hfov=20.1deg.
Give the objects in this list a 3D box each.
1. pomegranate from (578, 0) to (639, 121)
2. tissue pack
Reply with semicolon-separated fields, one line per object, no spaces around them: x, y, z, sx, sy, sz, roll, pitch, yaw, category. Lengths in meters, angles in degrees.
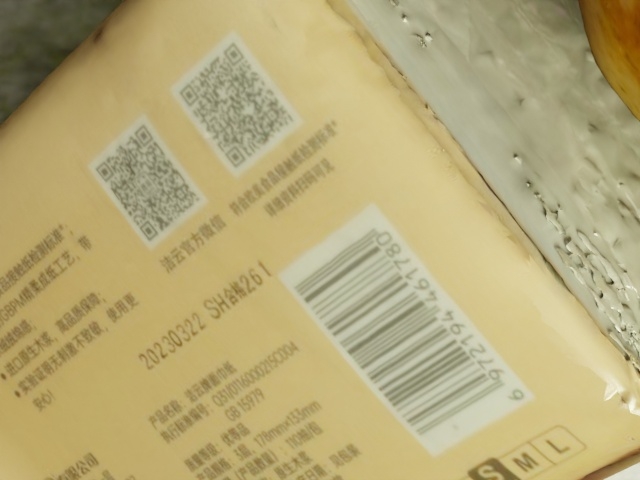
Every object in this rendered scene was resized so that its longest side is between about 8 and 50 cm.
0.177;-0.091;0.519;0.215;0.215;0.215;-8;131;-9;pomegranate
0.000;0.000;0.680;0.238;0.238;0.305;23;139;-31;tissue pack
